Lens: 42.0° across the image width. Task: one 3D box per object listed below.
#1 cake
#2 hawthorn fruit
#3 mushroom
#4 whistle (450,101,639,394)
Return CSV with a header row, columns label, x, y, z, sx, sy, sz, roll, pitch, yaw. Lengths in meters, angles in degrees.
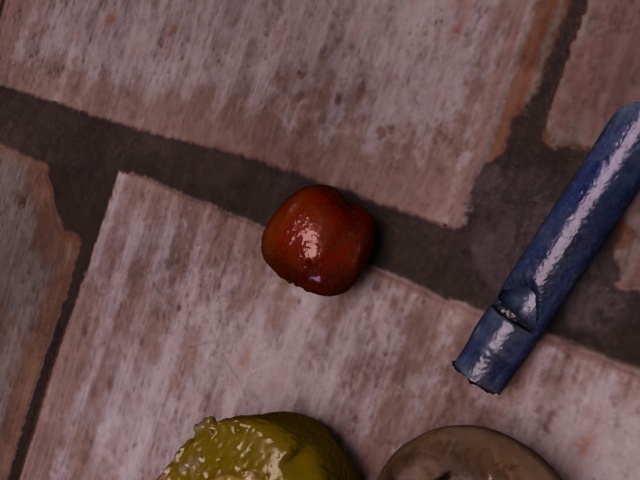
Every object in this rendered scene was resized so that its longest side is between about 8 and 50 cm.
label,x,y,z,sx,sy,sz,roll,pitch,yaw
cake,-0.086,0.299,0.898,0.179,0.156,0.260,38,101,22
hawthorn fruit,0.000,0.000,0.907,0.128,0.128,0.128,-4,81,30
mushroom,0.128,0.283,0.749,0.226,0.178,0.226,-3,85,37
whistle,0.230,0.009,0.797,0.062,0.062,0.304,37,103,29
